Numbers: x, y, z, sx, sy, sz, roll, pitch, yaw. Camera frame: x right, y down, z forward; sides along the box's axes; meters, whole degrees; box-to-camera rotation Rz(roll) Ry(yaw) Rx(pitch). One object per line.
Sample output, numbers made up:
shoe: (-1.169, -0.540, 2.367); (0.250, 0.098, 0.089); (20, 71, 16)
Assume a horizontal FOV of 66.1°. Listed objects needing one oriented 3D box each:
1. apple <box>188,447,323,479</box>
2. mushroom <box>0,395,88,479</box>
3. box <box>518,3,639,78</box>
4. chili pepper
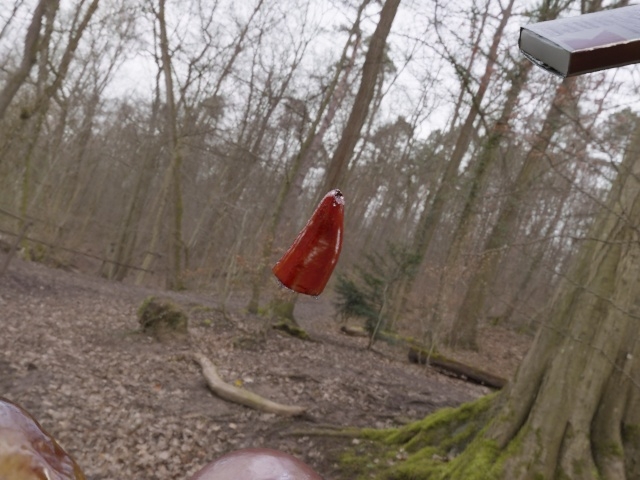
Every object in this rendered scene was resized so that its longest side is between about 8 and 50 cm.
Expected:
apple: (-0.097, 0.451, 0.677); (0.305, 0.306, 0.235); (18, -3, 26)
mushroom: (-0.337, 0.300, 0.484); (0.345, 0.346, 0.259); (21, 14, 15)
box: (0.334, -0.229, 0.554); (0.177, 0.115, 0.036); (-11, -53, -1)
chili pepper: (-0.004, -0.002, 0.729); (0.088, 0.169, 0.065); (15, 28, -18)
